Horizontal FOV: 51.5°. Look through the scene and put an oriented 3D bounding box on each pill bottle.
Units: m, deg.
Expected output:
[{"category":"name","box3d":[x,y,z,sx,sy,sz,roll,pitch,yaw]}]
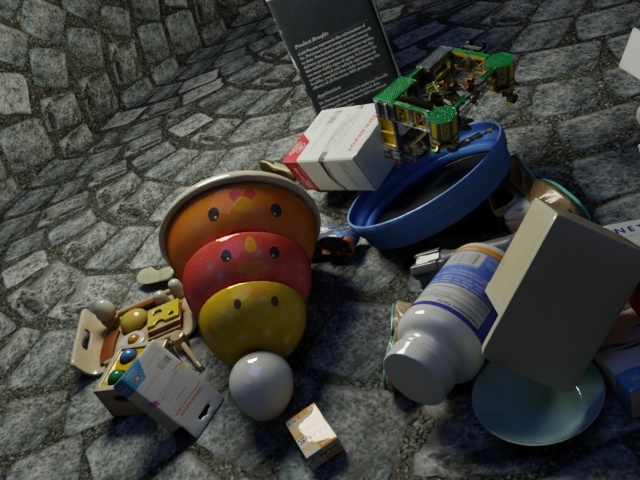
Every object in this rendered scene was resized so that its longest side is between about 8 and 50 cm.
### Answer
[{"category":"pill bottle","box3d":[0.223,0.139,1.104,0.152,0.152,0.272,8,42,42]}]

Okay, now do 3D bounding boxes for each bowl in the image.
[{"category":"bowl","box3d":[0.241,-0.121,1.471,0.391,0.077,0.391,-32,18,12]}]

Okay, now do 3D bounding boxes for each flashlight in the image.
[{"category":"flashlight","box3d":[0.329,0.027,1.242,0.303,0.103,0.103,-17,30,34]}]

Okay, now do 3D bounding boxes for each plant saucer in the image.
[{"category":"plant saucer","box3d":[0.329,0.239,1.004,0.194,0.038,0.195,-18,32,12]}]

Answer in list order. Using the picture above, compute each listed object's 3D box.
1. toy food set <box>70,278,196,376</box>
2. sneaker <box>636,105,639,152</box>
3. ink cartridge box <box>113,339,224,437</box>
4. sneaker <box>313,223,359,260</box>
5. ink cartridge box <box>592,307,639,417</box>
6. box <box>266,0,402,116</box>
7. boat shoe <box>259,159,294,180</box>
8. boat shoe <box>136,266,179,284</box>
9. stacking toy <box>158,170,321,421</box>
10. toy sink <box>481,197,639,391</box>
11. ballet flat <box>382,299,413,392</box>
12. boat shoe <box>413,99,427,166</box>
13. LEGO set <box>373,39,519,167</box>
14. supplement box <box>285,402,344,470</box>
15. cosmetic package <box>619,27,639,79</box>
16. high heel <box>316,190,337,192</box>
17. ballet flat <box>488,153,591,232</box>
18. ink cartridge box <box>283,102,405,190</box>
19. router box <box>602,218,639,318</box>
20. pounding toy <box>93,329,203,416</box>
[{"category":"toy food set","box3d":[-0.432,0.175,1.571,0.305,0.093,0.220,-24,31,2]},{"category":"sneaker","box3d":[0.700,-0.203,1.347,0.129,0.111,0.297,-23,30,15]},{"category":"ink cartridge box","box3d":[-0.289,0.291,1.272,0.061,0.181,0.104,-42,10,49]},{"category":"sneaker","box3d":[0.000,0.000,1.564,0.221,0.083,0.087,8,31,34]},{"category":"ink cartridge box","box3d":[0.464,0.166,0.996,0.104,0.060,0.180,-23,31,3]},{"category":"box","box3d":[0.038,-0.651,2.114,0.297,0.472,0.480,-22,31,5]},{"category":"boat shoe","box3d":[-0.122,-0.212,1.977,0.049,0.056,0.152,-37,43,-28]},{"category":"boat shoe","box3d":[-0.424,0.097,1.734,0.132,0.042,0.049,-5,61,30]},{"category":"stacking toy","box3d":[-0.127,0.130,1.307,0.350,0.351,0.480,-22,49,5]},{"category":"toy sink","box3d":[0.346,0.078,0.992,0.152,0.234,0.131,22,14,-3]},{"category":"ballet flat","box3d":[0.153,0.183,1.183,0.067,0.073,0.206,1,41,12]},{"category":"boat shoe","box3d":[0.257,-0.268,1.764,0.088,0.096,0.268,-39,32,40]},{"category":"LEGO set","box3d":[0.280,-0.274,1.469,0.254,0.192,0.331,17,52,32]},{"category":"supplement box","box3d":[-0.011,0.326,1.109,0.062,0.036,0.098,-32,32,-10]},{"category":"cosmetic package","box3d":[0.823,-0.315,1.318,0.284,0.098,0.377,3,31,-8]},{"category":"high heel","box3d":[0.106,-0.182,1.716,0.186,0.093,0.261,-36,15,-30]},{"category":"ballet flat","box3d":[0.416,-0.080,1.356,0.124,0.116,0.342,-32,28,6]},{"category":"ink cartridge box","box3d":[0.069,-0.230,1.641,0.272,0.114,0.197,5,53,51]},{"category":"router box","box3d":[0.630,0.056,0.966,0.335,0.082,0.301,-11,31,1]},{"category":"pounding toy","box3d":[-0.343,0.252,1.394,0.180,0.094,0.206,-11,34,22]}]
